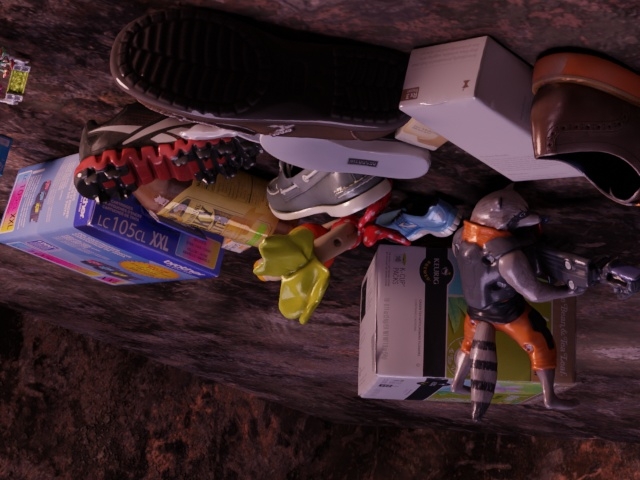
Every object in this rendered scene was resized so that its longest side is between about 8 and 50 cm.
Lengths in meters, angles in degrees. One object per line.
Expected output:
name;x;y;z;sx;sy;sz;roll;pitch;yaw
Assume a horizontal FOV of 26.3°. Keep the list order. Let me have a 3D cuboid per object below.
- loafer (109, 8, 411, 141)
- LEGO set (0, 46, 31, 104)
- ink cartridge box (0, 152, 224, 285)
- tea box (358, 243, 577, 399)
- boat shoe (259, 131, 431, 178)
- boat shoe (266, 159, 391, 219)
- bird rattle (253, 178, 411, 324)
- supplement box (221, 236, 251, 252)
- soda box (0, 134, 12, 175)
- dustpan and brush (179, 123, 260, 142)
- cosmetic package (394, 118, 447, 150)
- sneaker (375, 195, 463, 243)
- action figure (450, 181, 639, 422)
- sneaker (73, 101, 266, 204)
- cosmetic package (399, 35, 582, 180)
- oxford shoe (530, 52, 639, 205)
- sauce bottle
loafer;-0.070;-0.172;1.632;0.366;0.133;0.130;13;162;1
LEGO set;-0.439;-0.216;1.827;0.107;0.132;0.287;9;161;-19
ink cartridge box;-0.333;-0.037;2.328;0.270;0.151;0.395;23;160;-35
tea box;0.236;0.147;2.279;0.324;0.220;0.329;2;168;-2
boat shoe;0.035;-0.139;1.788;0.229;0.076;0.080;7;148;-8
boat shoe;-0.004;-0.097;1.971;0.099;0.116;0.319;61;161;-14
bird rattle;0.000;0.000;2.062;0.143;0.253;0.207;57;154;-14
supplement box;-0.129;-0.034;2.253;0.036;0.098;0.062;17;164;-17
soda box;-0.618;-0.166;2.233;0.210;0.067;0.071;22;163;-31
dustpan and brush;-0.090;-0.158;1.848;0.211;0.060;0.147;6;164;21
cosmetic package;0.141;-0.153;1.718;0.060;0.041;0.115;16;165;-12
sneaker;0.143;-0.043;2.113;0.162;0.063;0.073;-12;135;46
action figure;0.286;0.085;1.943;0.178;0.330;0.341;-16;-165;-34
sneaker;-0.218;-0.143;1.949;0.276;0.135;0.097;-11;151;-2
cosmetic package;0.212;-0.149;1.600;0.117;0.085;0.231;-3;157;44
oxford shoe;0.385;-0.090;1.572;0.364;0.132;0.130;19;163;-22
sauce bottle;-0.203;-0.080;2.132;0.344;0.111;0.111;18;164;-19
